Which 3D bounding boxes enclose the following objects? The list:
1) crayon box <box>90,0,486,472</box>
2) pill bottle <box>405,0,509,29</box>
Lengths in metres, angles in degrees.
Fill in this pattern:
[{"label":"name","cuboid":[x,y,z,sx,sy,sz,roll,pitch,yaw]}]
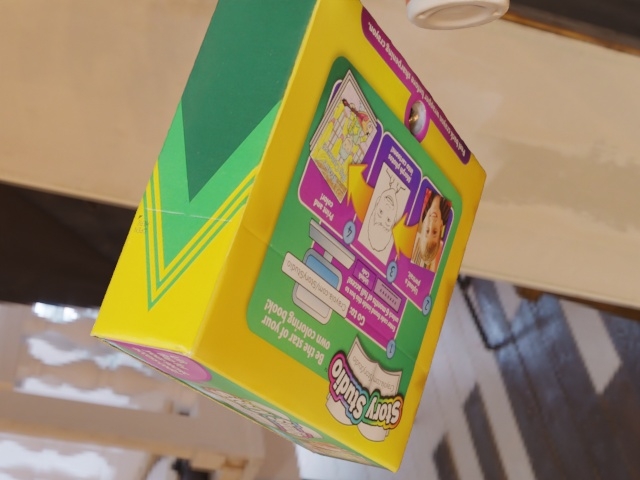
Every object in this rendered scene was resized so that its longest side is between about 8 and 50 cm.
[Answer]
[{"label":"crayon box","cuboid":[0.000,0.000,0.942,0.106,0.363,0.313,10,72,32]},{"label":"pill bottle","cuboid":[0.135,-0.327,1.158,0.108,0.108,0.193,155,111,-70]}]
